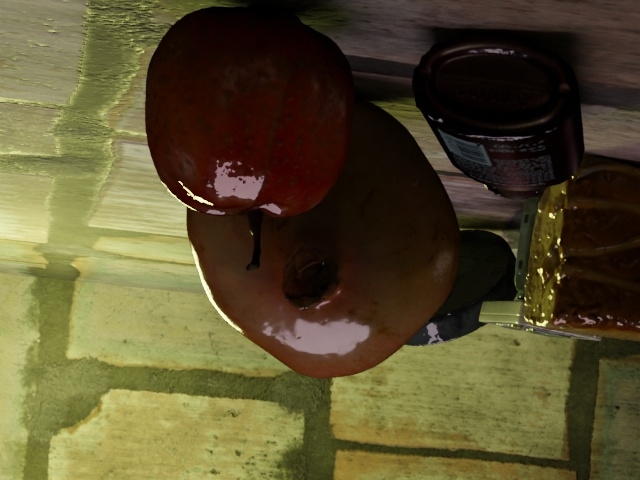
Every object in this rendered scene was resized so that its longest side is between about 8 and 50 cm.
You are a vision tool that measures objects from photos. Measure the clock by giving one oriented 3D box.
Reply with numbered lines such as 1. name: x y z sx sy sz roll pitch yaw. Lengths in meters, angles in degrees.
1. clock: 0.169 0.062 2.144 0.215 0.215 0.042 0 127 37

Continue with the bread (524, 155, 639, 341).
1. bread: 0.365 0.019 1.648 0.275 0.184 0.114 8 176 -16

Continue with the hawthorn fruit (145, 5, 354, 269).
1. hawthorn fruit: -0.052 -0.075 1.150 0.157 0.194 0.157 0 -173 0

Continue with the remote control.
1. remote control: 0.259 0.094 1.855 0.103 0.034 0.250 12 176 -5

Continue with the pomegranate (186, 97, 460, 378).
1. pomegranate: 0.000 0.000 1.390 0.229 0.252 0.270 -24 -173 15

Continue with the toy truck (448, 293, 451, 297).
1. toy truck: 0.058 0.015 2.018 0.147 0.165 0.224 -28 139 34

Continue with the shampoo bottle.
1. shampoo bottle: 0.157 -0.093 1.296 0.129 0.084 0.323 6 174 13

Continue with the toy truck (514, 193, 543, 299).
1. toy truck: 0.375 0.029 1.883 0.162 0.136 0.305 2 172 43
